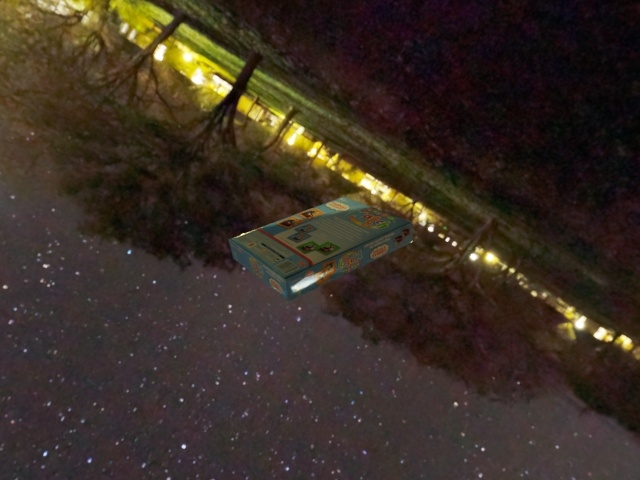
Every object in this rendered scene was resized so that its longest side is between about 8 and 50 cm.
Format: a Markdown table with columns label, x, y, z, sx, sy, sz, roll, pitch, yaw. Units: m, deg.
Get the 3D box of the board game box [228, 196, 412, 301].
| label | x | y | z | sx | sy | sz | roll | pitch | yaw |
| --- | --- | --- | --- | --- | --- | --- | --- | --- | --- |
| board game box | 0.000 | 0.000 | 0.658 | 0.212 | 0.039 | 0.160 | -24 | -150 | -28 |
